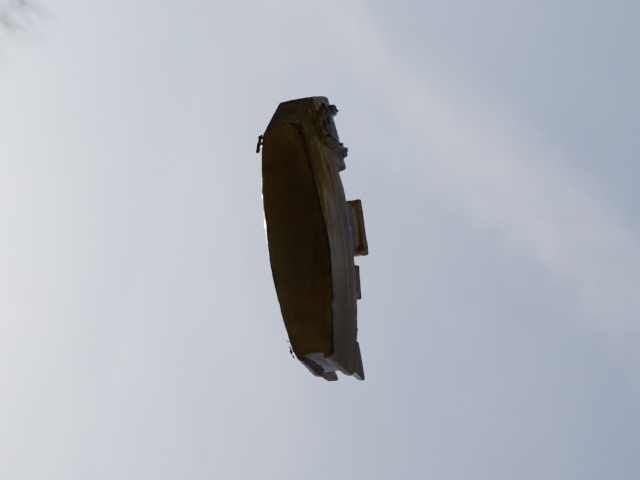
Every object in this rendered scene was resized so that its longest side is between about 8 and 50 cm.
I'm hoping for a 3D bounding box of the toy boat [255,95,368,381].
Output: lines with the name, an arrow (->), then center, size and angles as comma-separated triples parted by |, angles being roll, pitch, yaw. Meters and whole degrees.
toy boat -> 0.000, 0.000, 1.354 | 0.064, 0.072, 0.206 | -7, -91, 33
